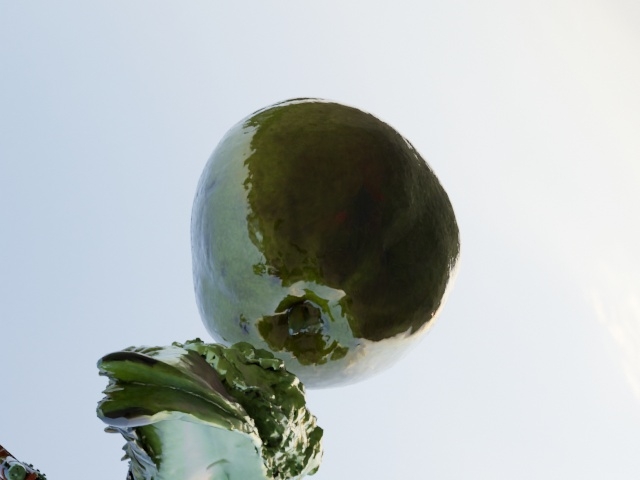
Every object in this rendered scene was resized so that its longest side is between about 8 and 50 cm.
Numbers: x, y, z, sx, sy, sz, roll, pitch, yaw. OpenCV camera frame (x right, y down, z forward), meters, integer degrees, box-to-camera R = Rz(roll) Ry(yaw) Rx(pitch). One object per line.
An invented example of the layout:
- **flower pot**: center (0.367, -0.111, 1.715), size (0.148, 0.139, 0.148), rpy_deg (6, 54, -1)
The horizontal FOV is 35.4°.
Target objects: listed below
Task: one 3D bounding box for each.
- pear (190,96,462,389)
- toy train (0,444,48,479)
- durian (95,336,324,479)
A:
- **pear**: center (0.000, 0.000, 0.925), size (0.269, 0.269, 0.321), rpy_deg (46, -159, -11)
- **toy train**: center (-0.352, 0.270, 1.158), size (0.044, 0.103, 0.064), rpy_deg (-47, -66, -22)
- **durian**: center (-0.065, 0.120, 0.589), size (0.375, 0.132, 0.106), rpy_deg (80, -174, -64)
